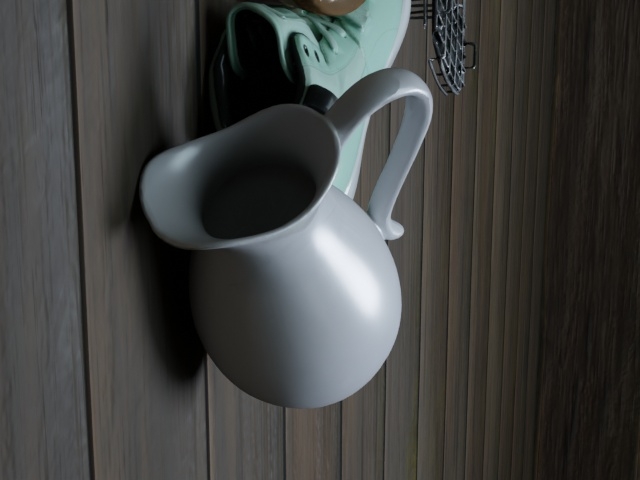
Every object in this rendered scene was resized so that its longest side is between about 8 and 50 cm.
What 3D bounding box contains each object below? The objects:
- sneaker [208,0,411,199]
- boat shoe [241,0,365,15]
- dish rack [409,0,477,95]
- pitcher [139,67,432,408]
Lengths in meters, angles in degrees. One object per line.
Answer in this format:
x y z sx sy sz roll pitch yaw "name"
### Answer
-0.005 -0.146 1.099 0.151 0.094 0.256 58 38 -65 "sneaker"
-0.005 -0.294 0.990 0.123 0.123 0.342 25 75 -57 "boat shoe"
0.090 -0.264 1.473 0.208 0.074 0.271 36 53 -74 "dish rack"
0.000 0.000 1.016 0.125 0.178 0.207 54 -10 34 "pitcher"
